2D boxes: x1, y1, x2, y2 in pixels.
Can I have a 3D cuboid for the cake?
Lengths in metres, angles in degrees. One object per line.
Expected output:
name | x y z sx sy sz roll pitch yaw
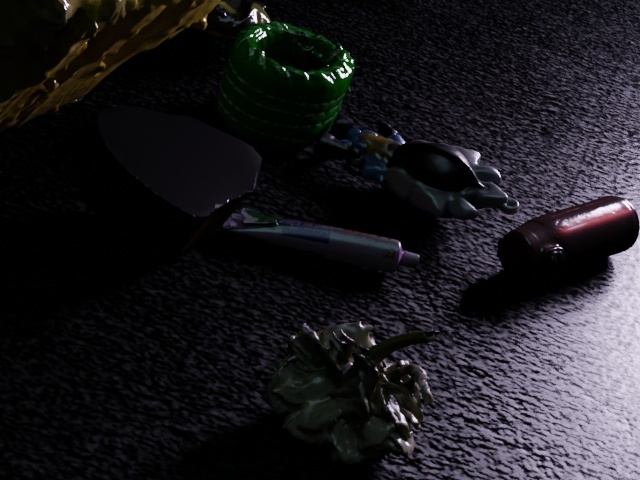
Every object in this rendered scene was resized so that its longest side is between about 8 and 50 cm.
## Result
cake | -0.234 -0.236 1.379 0.227 0.222 0.286 57 36 0

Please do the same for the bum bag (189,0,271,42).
bum bag | -0.142 -0.252 1.686 0.232 0.060 0.106 30 13 16

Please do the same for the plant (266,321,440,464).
plant | 0.030 0.095 1.158 0.116 0.122 0.104 23 40 -9

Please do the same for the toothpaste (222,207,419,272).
toothpaste | 0.000 0.000 1.389 0.170 0.028 0.045 12 23 -7

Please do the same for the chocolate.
chocolate | -0.121 -0.034 1.323 0.148 0.080 0.125 8 42 -34

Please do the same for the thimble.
thimble | -0.033 -0.146 1.551 0.130 0.090 0.118 -6 37 -39

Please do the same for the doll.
doll | 0.092 -0.063 1.511 0.195 0.070 0.096 22 44 17

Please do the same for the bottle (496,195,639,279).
bottle | 0.225 -0.001 1.497 0.164 0.060 0.060 -15 44 -45
